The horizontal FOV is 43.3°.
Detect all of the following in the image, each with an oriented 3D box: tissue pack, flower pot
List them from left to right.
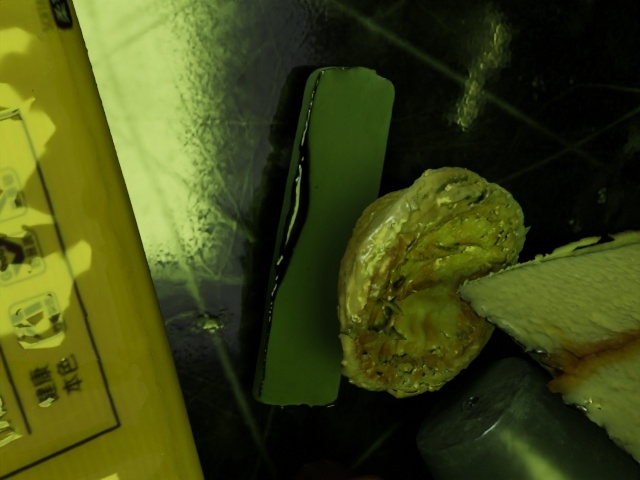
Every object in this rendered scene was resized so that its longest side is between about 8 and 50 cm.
[{"bbox_3d":[-0.239,0.013,0.488,0.228,0.293,0.382,-22,112,-26],"label":"tissue pack"},{"bbox_3d":[0.013,0.262,0.789,0.111,0.089,0.111,-7,106,-26],"label":"flower pot"},{"bbox_3d":[0.195,0.216,0.818,0.235,0.235,0.148,-41,96,-12],"label":"flower pot"}]

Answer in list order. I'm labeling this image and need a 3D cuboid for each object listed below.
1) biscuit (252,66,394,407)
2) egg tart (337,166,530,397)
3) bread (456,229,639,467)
[{"bbox_3d":[0.000,0.000,0.746,0.099,0.038,0.323,4,100,-31],"label":"biscuit"},{"bbox_3d":[0.093,0.032,0.752,0.252,0.098,0.232,-23,123,-36],"label":"egg tart"},{"bbox_3d":[0.311,0.068,0.701,0.405,0.345,0.242,35,92,-44],"label":"bread"}]
